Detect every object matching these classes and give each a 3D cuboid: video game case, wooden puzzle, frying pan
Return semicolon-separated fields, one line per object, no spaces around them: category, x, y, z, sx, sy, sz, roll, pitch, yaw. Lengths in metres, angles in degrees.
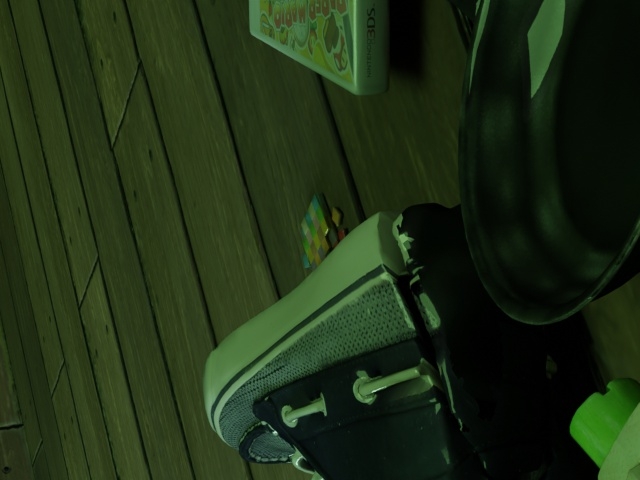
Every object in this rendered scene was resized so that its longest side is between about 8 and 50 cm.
video game case;-0.008;-0.212;0.763;0.227;0.026;0.206;-137;43;-64
wooden puzzle;0.000;0.000;0.873;0.083;0.006;0.049;115;140;-54
frying pan;0.088;-0.071;0.559;0.326;0.053;0.197;-155;71;-75

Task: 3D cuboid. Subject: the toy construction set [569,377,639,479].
toy construction set;0.163;0.099;0.323;0.215;0.151;0.328;85;167;-49

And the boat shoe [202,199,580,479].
boat shoe;0.022;0.114;0.699;0.340;0.127;0.158;128;137;-60
